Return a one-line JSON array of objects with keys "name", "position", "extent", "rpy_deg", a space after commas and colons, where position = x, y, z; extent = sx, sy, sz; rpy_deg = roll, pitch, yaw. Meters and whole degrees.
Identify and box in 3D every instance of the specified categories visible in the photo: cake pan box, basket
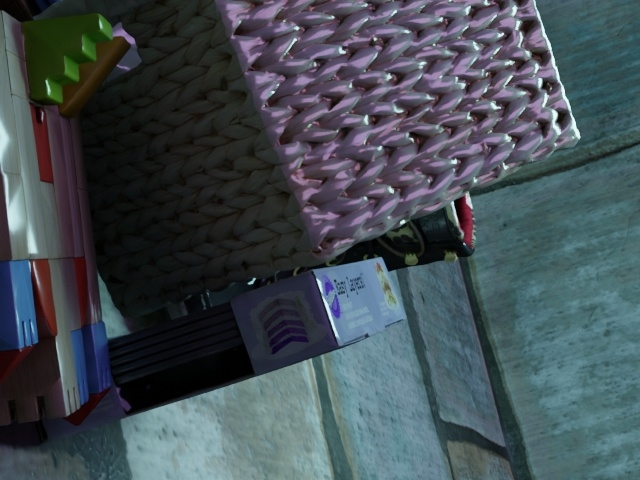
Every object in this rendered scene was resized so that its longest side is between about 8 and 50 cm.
[{"name": "cake pan box", "position": [-0.077, 0.083, 1.210], "extent": [0.267, 0.246, 0.070], "rpy_deg": [-9, 79, -75]}, {"name": "basket", "position": [-0.028, -0.126, 1.223], "extent": [0.331, 0.328, 0.266], "rpy_deg": [-24, 94, -38]}]

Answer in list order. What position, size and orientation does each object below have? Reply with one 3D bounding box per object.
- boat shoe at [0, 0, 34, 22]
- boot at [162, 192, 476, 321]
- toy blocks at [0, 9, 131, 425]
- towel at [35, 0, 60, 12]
[{"name": "boat shoe", "position": [-0.256, -0.174, 1.129], "extent": [0.135, 0.050, 0.045], "rpy_deg": [44, -7, 16]}, {"name": "boot", "position": [0.000, 0.000, 1.515], "extent": [0.377, 0.284, 0.138], "rpy_deg": [-10, 84, -77]}, {"name": "toy blocks", "position": [-0.211, 0.003, 0.945], "extent": [0.381, 0.191, 0.260], "rpy_deg": [38, 45, -89]}, {"name": "towel", "position": [-0.235, -0.284, 1.469], "extent": [0.285, 0.034, 0.209], "rpy_deg": [-90, 160, -46]}]
